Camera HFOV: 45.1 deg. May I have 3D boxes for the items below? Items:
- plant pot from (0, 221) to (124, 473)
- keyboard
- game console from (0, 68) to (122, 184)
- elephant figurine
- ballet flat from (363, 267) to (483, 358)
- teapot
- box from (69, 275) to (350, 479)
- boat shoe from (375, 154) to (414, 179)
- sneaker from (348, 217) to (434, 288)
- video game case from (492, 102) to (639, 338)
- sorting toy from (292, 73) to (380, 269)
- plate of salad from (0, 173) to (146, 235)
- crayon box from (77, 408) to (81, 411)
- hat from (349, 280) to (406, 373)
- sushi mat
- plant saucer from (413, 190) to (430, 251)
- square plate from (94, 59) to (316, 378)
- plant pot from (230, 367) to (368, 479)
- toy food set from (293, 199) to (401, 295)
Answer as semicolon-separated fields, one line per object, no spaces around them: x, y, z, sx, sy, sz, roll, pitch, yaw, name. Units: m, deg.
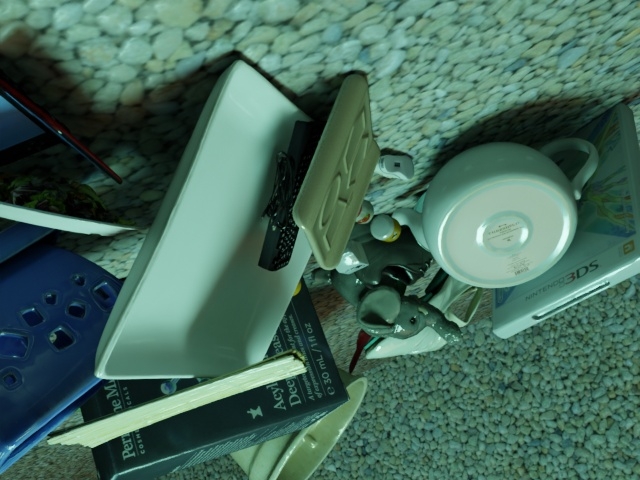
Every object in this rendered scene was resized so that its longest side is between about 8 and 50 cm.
-0.361;0.121;0.913;0.236;0.212;0.236;-40;179;-41;plant pot
-0.027;-0.046;0.915;0.100;0.038;0.192;-18;127;-59;keyboard
-0.268;-0.085;0.691;0.124;0.085;0.144;-22;162;2;game console
0.132;0.129;1.525;0.169;0.240;0.186;-3;155;-46;elephant figurine
0.259;0.156;1.690;0.400;0.139;0.139;-41;176;-34;ballet flat
0.278;-0.064;1.229;0.255;0.187;0.253;14;125;-12;teapot
-0.202;0.210;1.300;0.395;0.294;0.212;-13;160;-26;box
0.105;-0.108;1.145;0.035;0.035;0.100;1;-179;34;boat shoe
0.174;0.012;1.414;0.286;0.130;0.109;-17;161;-18;sneaker
0.401;-0.033;1.279;0.036;0.329;0.300;30;137;-22;video game case
0.019;-0.077;0.946;0.038;0.193;0.208;18;167;15;sorting toy
-0.272;-0.042;0.773;0.199;0.048;0.200;13;-179;0;plate of salad
-0.416;0.286;1.630;0.203;0.083;0.323;-29;162;22;crayon box
0.152;0.165;1.714;0.208;0.184;0.173;-25;171;25;hat
-0.169;0.201;0.971;0.316;0.019;0.151;-19;163;2;sushi mat
0.209;-0.037;1.361;0.119;0.120;0.021;-14;-170;-20;plant saucer
-0.101;0.000;0.911;0.344;0.049;0.347;-67;156;0;square plate
-0.119;0.332;1.625;0.334;0.305;0.334;-46;159;-23;plant pot
0.000;0.000;1.204;0.232;0.111;0.104;-26;163;23;toy food set
